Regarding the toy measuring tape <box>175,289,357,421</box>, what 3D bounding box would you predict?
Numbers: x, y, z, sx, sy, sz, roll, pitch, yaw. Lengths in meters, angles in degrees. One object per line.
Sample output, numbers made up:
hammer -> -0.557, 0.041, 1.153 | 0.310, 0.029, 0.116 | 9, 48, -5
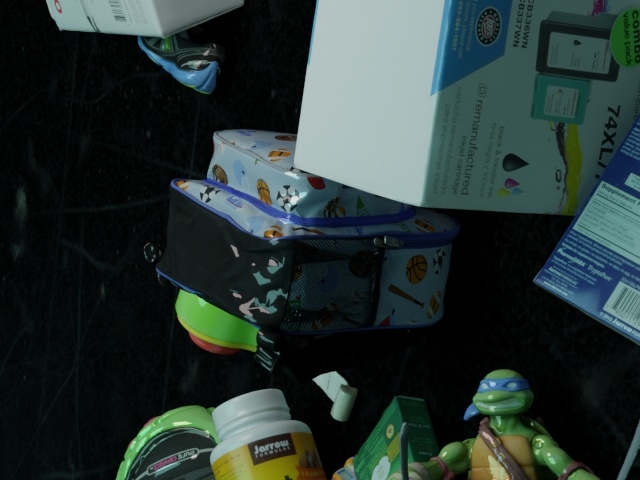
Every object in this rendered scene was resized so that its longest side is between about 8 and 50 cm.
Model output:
toy measuring tape -> -0.081, 0.103, 2.085 | 0.330, 0.121, 0.121 | 46, 126, 48

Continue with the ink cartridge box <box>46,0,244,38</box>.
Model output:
ink cartridge box -> -0.248, -0.382, 2.296 | 0.307, 0.129, 0.223 | 14, 124, 56

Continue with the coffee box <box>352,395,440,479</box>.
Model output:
coffee box -> 0.087, 0.263, 1.853 | 0.113, 0.040, 0.184 | -60, 31, 36

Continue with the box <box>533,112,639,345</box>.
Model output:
box -> 0.290, -0.028, 1.506 | 0.136, 0.036, 0.225 | 32, 91, 36

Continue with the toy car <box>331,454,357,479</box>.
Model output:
toy car -> 0.045, 0.285, 1.944 | 0.122, 0.040, 0.060 | 60, 135, 41

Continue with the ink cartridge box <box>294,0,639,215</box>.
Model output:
ink cartridge box -> 0.151, -0.135, 1.595 | 0.197, 0.270, 0.198 | 21, 106, 54

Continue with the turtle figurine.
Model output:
turtle figurine -> 0.159, 0.257, 1.608 | 0.274, 0.198, 0.266 | -166, 70, -75

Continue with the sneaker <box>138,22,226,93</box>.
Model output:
sneaker -> -0.168, -0.243, 2.301 | 0.078, 0.067, 0.188 | -58, 36, 5

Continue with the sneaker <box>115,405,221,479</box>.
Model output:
sneaker -> -0.186, 0.436, 2.164 | 0.202, 0.185, 0.483 | 41, 123, 55

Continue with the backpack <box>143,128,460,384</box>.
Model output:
backpack -> 0.000, 0.000, 1.832 | 0.276, 0.263, 0.213 | 35, 112, 51

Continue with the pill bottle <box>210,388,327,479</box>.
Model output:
pill bottle -> -0.049, 0.276, 2.003 | 0.117, 0.117, 0.215 | -41, 61, 48
